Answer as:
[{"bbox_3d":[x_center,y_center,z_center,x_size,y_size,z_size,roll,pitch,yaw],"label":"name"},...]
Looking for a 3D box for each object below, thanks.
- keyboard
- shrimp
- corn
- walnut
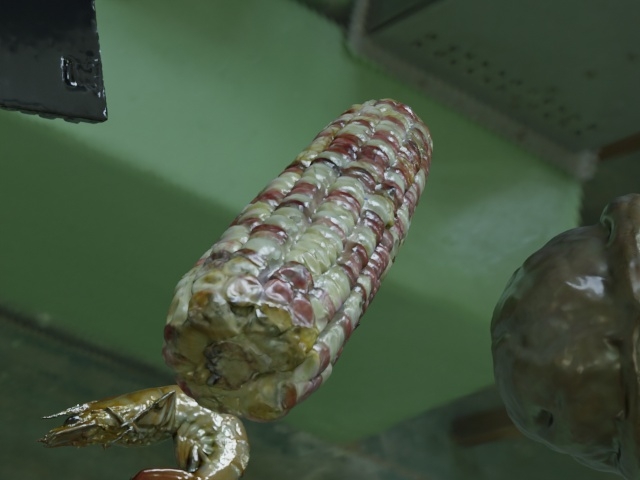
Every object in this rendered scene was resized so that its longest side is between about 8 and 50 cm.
[{"bbox_3d":[-0.185,-0.219,1.063,0.106,0.027,0.317,7,67,-40],"label":"keyboard"},{"bbox_3d":[-0.120,0.148,1.247,0.162,0.045,0.095,-5,67,-37],"label":"shrimp"},{"bbox_3d":[0.000,0.000,0.818,0.079,0.079,0.237,54,31,-10],"label":"corn"},{"bbox_3d":[0.220,0.069,1.207,0.224,0.224,0.224,13,68,-34],"label":"walnut"}]
